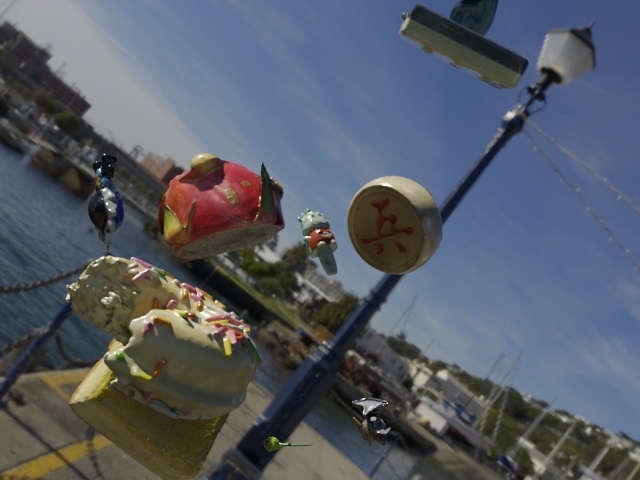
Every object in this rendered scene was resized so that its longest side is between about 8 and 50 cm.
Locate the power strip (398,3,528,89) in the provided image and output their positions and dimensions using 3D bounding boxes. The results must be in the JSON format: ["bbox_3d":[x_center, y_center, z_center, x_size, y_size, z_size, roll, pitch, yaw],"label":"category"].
[{"bbox_3d":[0.268,-0.374,1.340,0.256,0.070,0.105,27,10,-4],"label":"power strip"}]

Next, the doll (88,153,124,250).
[{"bbox_3d":[-0.423,-0.071,1.359,0.070,0.195,0.096,4,-22,-36],"label":"doll"}]

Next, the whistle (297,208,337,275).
[{"bbox_3d":[-0.002,0.001,2.282,0.106,0.101,0.253,67,3,-67],"label":"whistle"}]

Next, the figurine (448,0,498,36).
[{"bbox_3d":[0.339,-0.692,1.618,0.243,0.298,0.416,-21,-82,54],"label":"figurine"}]

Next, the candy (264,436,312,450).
[{"bbox_3d":[-0.082,0.514,1.737,0.122,0.035,0.035,1,-26,4],"label":"candy"}]

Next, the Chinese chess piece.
[{"bbox_3d":[0.185,-0.039,1.733,0.249,0.250,0.103,37,37,24],"label":"Chinese chess piece"}]

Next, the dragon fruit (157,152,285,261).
[{"bbox_3d":[-0.224,-0.077,1.545,0.290,0.290,0.189,64,12,-77],"label":"dragon fruit"}]

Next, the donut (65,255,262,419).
[{"bbox_3d":[-0.246,0.160,1.155,0.307,0.150,0.371,31,0,-35],"label":"donut"}]

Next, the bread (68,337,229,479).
[{"bbox_3d":[-0.368,0.356,1.653,0.333,0.324,0.143,45,-41,-17],"label":"bread"}]

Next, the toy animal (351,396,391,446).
[{"bbox_3d":[0.110,0.404,1.486,0.202,0.070,0.105,99,-27,-56],"label":"toy animal"}]
